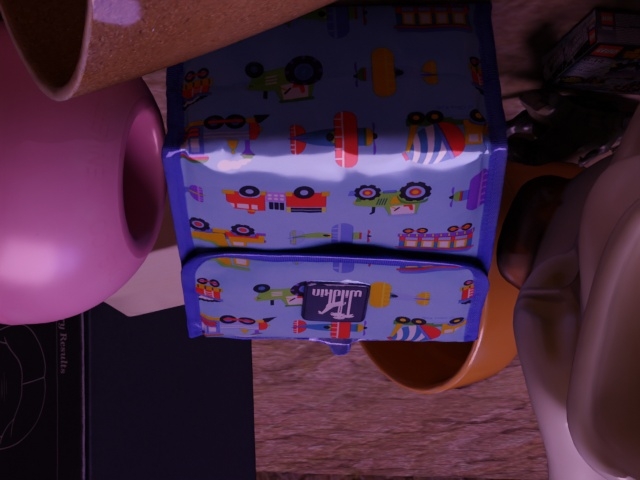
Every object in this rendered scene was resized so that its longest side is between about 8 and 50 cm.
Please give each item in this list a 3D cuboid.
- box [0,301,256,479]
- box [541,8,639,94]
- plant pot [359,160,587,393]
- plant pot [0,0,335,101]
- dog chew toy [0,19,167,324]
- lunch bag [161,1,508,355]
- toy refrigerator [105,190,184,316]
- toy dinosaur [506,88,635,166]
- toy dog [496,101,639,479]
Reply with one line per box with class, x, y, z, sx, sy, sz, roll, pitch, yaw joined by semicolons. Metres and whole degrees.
box;-0.268;0.172;1.796;0.212;0.293;0.395;12;160;-41
box;0.239;-0.130;1.276;0.137;0.027;0.094;3;164;-16
plant pot;0.145;0.010;1.494;0.188;0.205;0.205;-10;171;-33
plant pot;-0.008;-0.197;0.723;0.254;0.237;0.237;-14;168;-19
dog chew toy;-0.277;-0.051;1.215;0.332;0.206;0.206;3;165;12
lunch bag;0.008;-0.019;1.272;0.221;0.138;0.293;-1;141;-1
toy refrigerator;-0.075;-0.019;1.459;0.270;0.102;0.094;-15;144;36
toy dinosaur;0.166;-0.082;1.347;0.118;0.064;0.268;-15;171;26
toy dog;0.243;0.016;1.160;0.285;0.395;0.408;-3;172;-7
